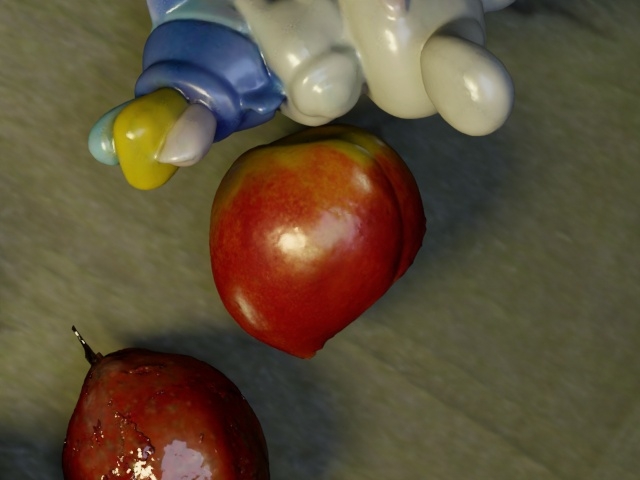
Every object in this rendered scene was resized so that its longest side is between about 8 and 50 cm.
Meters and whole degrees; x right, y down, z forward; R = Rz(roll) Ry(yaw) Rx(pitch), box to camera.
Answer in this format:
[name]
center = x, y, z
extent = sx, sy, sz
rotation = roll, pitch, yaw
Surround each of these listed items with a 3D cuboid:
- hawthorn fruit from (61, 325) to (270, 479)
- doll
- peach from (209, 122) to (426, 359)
[hawthorn fruit]
center = -0.150, 0.172, 1.670
extent = 0.181, 0.181, 0.235
rotation = -35, 93, -9
[doll]
center = -0.015, -0.181, 1.621
extent = 0.366, 0.376, 0.187
rotation = -13, 105, 7
[peach]
center = 0.000, 0.000, 1.678
extent = 0.190, 0.190, 0.192
rotation = -14, 111, -13
